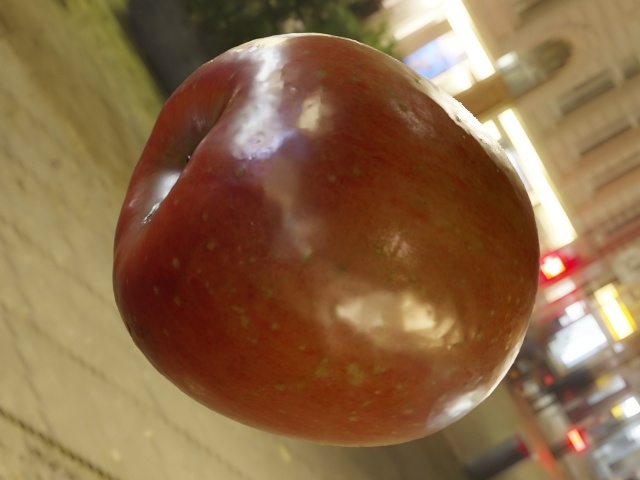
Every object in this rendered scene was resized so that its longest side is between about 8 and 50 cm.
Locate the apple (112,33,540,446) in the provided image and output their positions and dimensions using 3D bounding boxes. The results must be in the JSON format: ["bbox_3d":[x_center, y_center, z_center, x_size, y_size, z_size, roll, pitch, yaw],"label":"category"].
[{"bbox_3d":[0.000,0.000,0.781,0.168,0.181,0.181,26,22,-27],"label":"apple"}]
